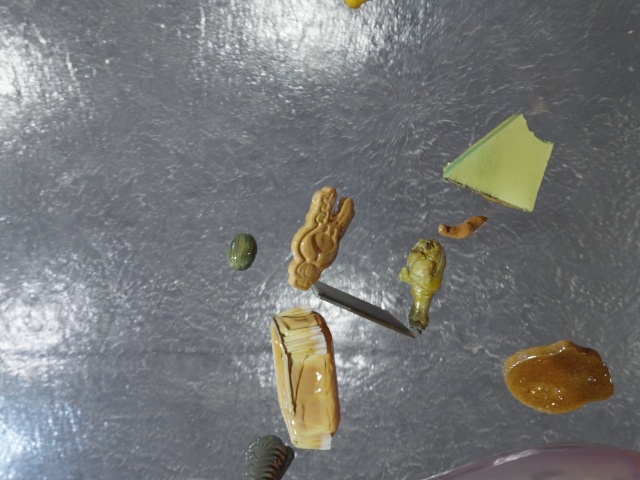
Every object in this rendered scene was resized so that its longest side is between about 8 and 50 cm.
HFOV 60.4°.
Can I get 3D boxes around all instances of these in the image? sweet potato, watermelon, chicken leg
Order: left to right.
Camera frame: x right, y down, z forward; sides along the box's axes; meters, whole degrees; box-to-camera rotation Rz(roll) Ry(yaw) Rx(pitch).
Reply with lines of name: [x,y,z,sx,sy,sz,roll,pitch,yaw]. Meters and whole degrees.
watermelon: [-0.209,0.032,1.464,0.078,0.078,0.111,9,65,7]
chicken leg: [0.235,0.100,1.288,0.088,0.103,0.228,9,78,37]
sweet potato: [0.305,-0.025,1.165,0.044,0.179,0.044,17,114,44]

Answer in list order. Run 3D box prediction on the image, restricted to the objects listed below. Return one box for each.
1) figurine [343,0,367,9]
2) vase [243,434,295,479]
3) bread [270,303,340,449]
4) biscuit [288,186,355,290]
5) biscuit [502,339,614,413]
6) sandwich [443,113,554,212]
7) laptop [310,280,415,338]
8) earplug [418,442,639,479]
figurine: [0.064,-0.572,1.164,0.122,0.121,0.176,0,74,12]
vase: [-0.131,0.518,1.109,0.115,0.237,0.116,4,116,9]
bread: [-0.024,0.247,0.998,0.106,0.136,0.242,-9,110,-10]
biscuit: [-0.003,0.000,1.221,0.040,0.144,0.237,19,84,46]
biscuit: [0.627,0.363,1.464,0.257,0.049,0.273,-31,121,28]
sandwich: [0.419,-0.201,1.292,0.244,0.063,0.212,19,89,-19]
laptop: [0.089,0.158,1.341,0.268,0.187,0.015,24,95,-15]
earplug: [0.156,0.260,0.473,0.301,0.172,0.172,-35,96,26]
